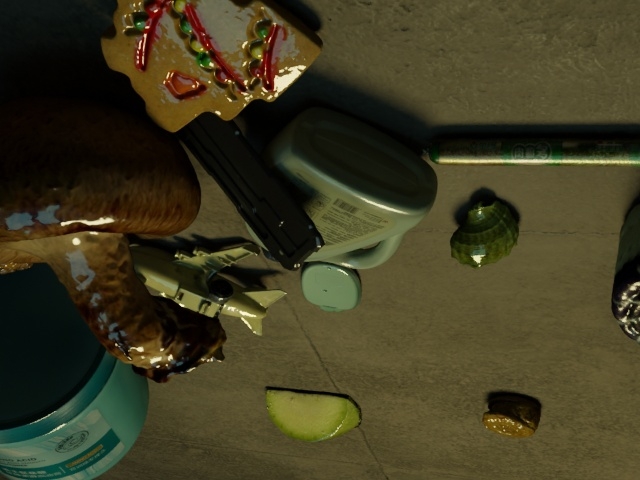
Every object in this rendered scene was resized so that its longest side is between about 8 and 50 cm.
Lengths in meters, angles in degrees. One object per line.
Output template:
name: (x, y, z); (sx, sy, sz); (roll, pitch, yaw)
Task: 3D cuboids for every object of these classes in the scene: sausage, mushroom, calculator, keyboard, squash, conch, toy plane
sausage: (0.245, -0.099, 1.038); (0.269, 0.032, 0.033); (2, 148, 19)
mushroom: (-0.316, -0.002, 1.153); (0.331, 0.356, 0.334); (13, -172, 33)
calculator: (0.016, 0.074, 1.430); (0.095, 0.021, 0.153); (10, 146, 8)
keyboard: (-0.094, -0.080, 1.093); (0.262, 0.016, 0.106); (52, 143, 3)
squash: (-0.011, 0.380, 1.885); (0.192, 0.085, 0.184); (3, 147, 20)
conch: (0.213, -0.006, 1.192); (0.089, 0.074, 0.121); (-13, 134, -16)
toy plane: (-0.192, 0.072, 1.448); (0.256, 0.104, 0.242); (15, 135, -15)

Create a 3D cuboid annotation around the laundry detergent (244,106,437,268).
laundry detergent: (0.005, -0.035, 1.170); (0.215, 0.105, 0.280); (24, 147, -10)

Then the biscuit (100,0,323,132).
biscuit: (-0.116, -0.201, 0.977); (0.239, 0.041, 0.212); (2, 132, 10)

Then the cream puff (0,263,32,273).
cream puff: (-0.503, -0.010, 1.411); (0.165, 0.115, 0.150); (-15, 135, 41)

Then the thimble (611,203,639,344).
thimble: (0.457, 0.038, 1.068); (0.237, 0.150, 0.237); (12, 148, 7)

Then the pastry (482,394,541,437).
pastry: (0.344, 0.317, 1.665); (0.109, 0.057, 0.097); (26, 153, -15)

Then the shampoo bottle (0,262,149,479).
shampoo bottle: (-0.481, 0.223, 1.580); (0.331, 0.331, 0.342); (10, 151, 7)
